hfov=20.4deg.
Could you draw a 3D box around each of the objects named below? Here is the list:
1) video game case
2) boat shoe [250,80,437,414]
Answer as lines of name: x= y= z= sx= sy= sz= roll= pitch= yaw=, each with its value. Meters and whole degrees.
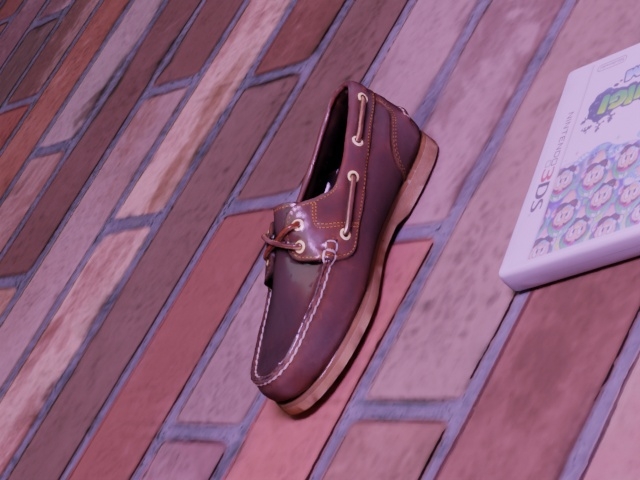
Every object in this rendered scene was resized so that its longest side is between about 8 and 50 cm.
video game case: x=0.166 y=-0.051 z=0.878 sx=0.157 sy=0.019 sz=0.143 roll=-20 pitch=38 yaw=48
boat shoe: x=0.000 y=0.000 z=1.032 sx=0.073 sy=0.073 sz=0.207 roll=-21 pitch=39 yaw=47
